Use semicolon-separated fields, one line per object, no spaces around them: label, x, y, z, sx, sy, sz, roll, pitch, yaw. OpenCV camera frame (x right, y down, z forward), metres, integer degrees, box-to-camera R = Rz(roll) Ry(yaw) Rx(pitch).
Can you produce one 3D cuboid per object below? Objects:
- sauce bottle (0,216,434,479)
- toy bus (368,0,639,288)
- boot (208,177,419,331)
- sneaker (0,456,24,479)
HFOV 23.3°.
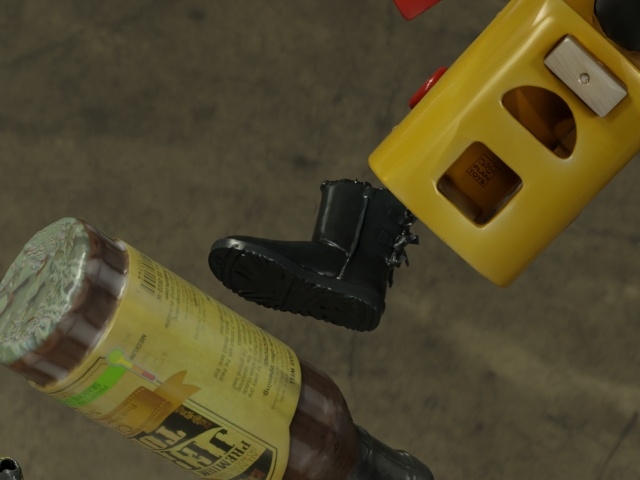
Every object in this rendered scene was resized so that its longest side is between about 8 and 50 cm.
sauce bottle;-0.058;0.111;1.050;0.344;0.111;0.111;34;46;-30
toy bus;0.115;-0.074;0.706;0.191;0.202;0.104;-3;10;10
boot;0.000;0.000;0.973;0.121;0.045;0.099;18;49;2
sneaker;-0.269;0.199;1.322;0.031;0.035;0.083;-8;14;-32
